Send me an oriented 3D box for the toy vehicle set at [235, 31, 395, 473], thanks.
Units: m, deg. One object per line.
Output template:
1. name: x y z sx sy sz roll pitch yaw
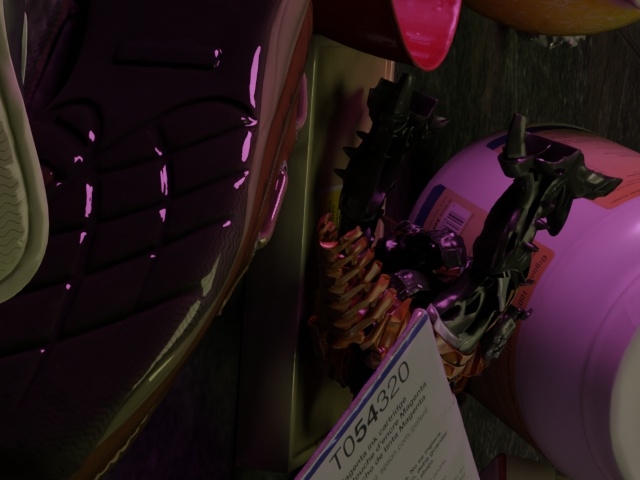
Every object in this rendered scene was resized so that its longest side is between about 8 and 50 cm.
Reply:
1. toy vehicle set: 0.000 0.000 1.054 0.166 0.035 0.267 -14 109 -70

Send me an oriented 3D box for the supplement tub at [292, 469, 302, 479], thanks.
1. supplement tub: 0.033 0.193 1.098 0.071 0.107 0.071 6 90 -71

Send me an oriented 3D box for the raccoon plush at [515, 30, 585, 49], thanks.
1. raccoon plush: 0.238 -0.398 1.399 0.299 0.216 0.446 6 90 -63

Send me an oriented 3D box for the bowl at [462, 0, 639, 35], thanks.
1. bowl: 0.229 -0.257 1.223 0.289 0.156 0.289 -22 138 -21

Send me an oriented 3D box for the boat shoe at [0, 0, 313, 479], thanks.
1. boat shoe: -0.067 -0.017 0.728 0.120 0.122 0.324 79 26 -49

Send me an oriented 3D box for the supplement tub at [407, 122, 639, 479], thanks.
1. supplement tub: 0.213 0.053 1.197 0.316 0.228 0.228 -141 -133 -63

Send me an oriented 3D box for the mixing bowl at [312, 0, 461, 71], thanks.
1. mixing bowl: 0.017 -0.186 0.940 0.181 0.098 0.181 1 90 -71

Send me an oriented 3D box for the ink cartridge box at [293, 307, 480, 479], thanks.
1. ink cartridge box: -0.017 0.245 0.885 0.324 0.071 0.330 -50 139 -29

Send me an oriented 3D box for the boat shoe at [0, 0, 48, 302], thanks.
1. boat shoe: -0.144 -0.093 0.580 0.079 0.084 0.233 -165 -109 -71

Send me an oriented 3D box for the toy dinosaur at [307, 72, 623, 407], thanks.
1. toy dinosaur: 0.065 0.029 0.991 0.322 0.164 0.218 136 -22 -87

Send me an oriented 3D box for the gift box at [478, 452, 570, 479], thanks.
1. gift box: 0.170 0.331 1.197 0.255 0.258 0.276 120 -19 -45
